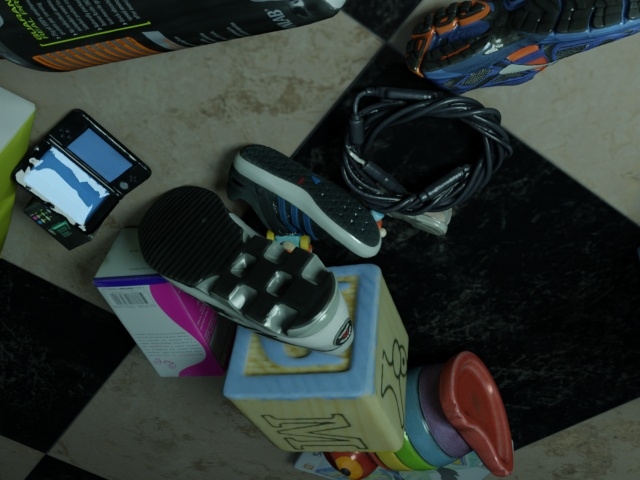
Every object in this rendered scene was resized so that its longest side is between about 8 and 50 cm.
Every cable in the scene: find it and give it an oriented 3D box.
[{"bbox_3d":[0.116,-0.091,0.696,0.184,0.047,0.150,5,121,-1],"label":"cable"}]

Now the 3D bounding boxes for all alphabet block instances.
[{"bbox_3d":[0.007,0.166,0.873,0.193,0.192,0.197,-4,142,19],"label":"alphabet block"}]

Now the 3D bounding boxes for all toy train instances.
[{"bbox_3d":[0.000,0.000,0.830,0.125,0.046,0.166,33,132,-18],"label":"toy train"}]

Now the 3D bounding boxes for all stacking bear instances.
[{"bbox_3d":[0.126,0.291,0.994,0.289,0.164,0.175,-27,113,28],"label":"stacking bear"}]

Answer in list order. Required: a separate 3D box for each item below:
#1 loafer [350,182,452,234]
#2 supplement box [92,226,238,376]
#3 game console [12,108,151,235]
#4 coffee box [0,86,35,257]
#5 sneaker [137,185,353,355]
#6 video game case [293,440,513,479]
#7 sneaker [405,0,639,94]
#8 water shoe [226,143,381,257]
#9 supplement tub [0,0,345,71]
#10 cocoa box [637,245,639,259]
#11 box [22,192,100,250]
[{"bbox_3d":[0.099,-0.047,0.773,0.125,0.039,0.045,24,166,-1],"label":"loafer"},{"bbox_3d":[-0.212,0.092,0.924,0.111,0.114,0.220,-4,132,16],"label":"supplement box"},{"bbox_3d":[-0.296,-0.083,0.799,0.107,0.071,0.122,-26,124,33],"label":"game console"},{"bbox_3d":[-0.583,-0.027,0.732,0.334,0.337,0.338,27,133,-14],"label":"coffee box"},{"bbox_3d":[-0.096,0.047,0.777,0.330,0.122,0.146,32,164,35],"label":"sneaker"},{"bbox_3d":[0.142,0.405,1.205,0.329,0.036,0.300,18,135,-6],"label":"video game case"},{"bbox_3d":[0.192,-0.189,0.579,0.221,0.083,0.087,-6,162,32],"label":"sneaker"},{"bbox_3d":[-0.020,-0.035,0.763,0.203,0.073,0.080,36,129,8],"label":"water shoe"},{"bbox_3d":[-0.158,-0.251,0.505,0.338,0.207,0.207,-5,133,17],"label":"supplement tub"},{"bbox_3d":[0.525,0.024,0.599,0.228,0.231,0.347,23,135,-9],"label":"cocoa box"},{"bbox_3d":[-0.341,-0.040,0.858,0.052,0.062,0.083,-20,126,31],"label":"box"}]
